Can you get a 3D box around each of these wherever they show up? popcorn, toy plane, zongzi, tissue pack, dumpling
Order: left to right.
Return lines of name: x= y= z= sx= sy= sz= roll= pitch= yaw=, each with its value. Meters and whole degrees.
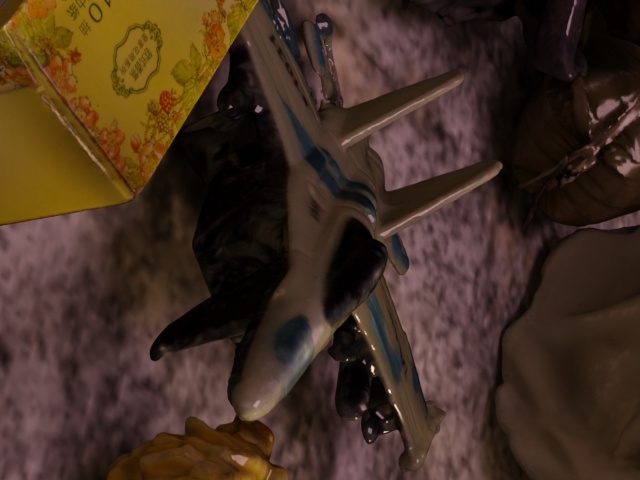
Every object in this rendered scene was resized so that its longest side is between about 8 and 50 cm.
tissue pack: x=-0.065 y=-0.082 z=0.527 sx=0.062 sy=0.095 sz=0.176 roll=56 pitch=42 yaw=-32
popcorn: x=-0.033 y=0.092 z=0.565 sx=0.082 sy=0.057 sz=0.083 roll=33 pitch=60 yaw=-38
toy plane: x=-0.010 y=0.003 z=0.578 sx=0.192 sy=0.088 sz=0.262 roll=68 pitch=23 yaw=-13
zongzi: x=0.114 y=-0.096 z=0.819 sx=0.189 sy=0.081 sz=0.178 roll=-16 pitch=74 yaw=-40
dumpling: x=0.183 y=0.082 z=0.738 sx=0.193 sy=0.258 sz=0.147 roll=-49 pitch=154 yaw=-29

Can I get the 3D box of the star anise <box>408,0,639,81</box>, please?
star anise: x=0.110 y=-0.128 z=0.770 sx=0.181 sy=0.061 sz=0.204 roll=28 pitch=51 yaw=0
